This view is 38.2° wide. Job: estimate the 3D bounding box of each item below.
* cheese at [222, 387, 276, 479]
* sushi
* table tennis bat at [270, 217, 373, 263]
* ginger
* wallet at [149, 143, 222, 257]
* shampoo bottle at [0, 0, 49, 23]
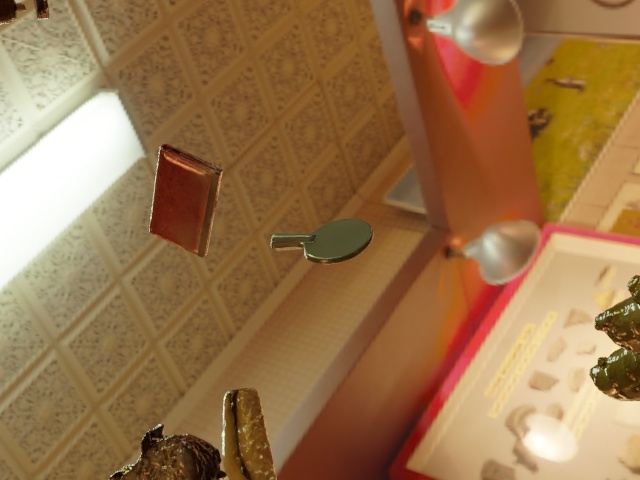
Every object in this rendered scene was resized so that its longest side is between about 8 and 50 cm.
[{"bbox_3d":[-0.050,0.138,0.605,0.030,0.083,0.044,-2,-35,-18],"label":"cheese"},{"bbox_3d":[-0.273,0.406,1.584,0.212,0.147,0.115,-44,-14,17],"label":"sushi"},{"bbox_3d":[0.000,0.000,2.016,0.153,0.244,0.040,-59,-42,-46],"label":"table tennis bat"},{"bbox_3d":[0.425,0.131,1.200,0.290,0.137,0.089,71,-164,-56],"label":"ginger"},{"bbox_3d":[-0.246,-0.067,1.659,0.232,0.119,0.025,109,-173,-48],"label":"wallet"},{"bbox_3d":[-0.432,-0.260,1.055,0.236,0.068,0.067,-10,-61,-18],"label":"shampoo bottle"}]
